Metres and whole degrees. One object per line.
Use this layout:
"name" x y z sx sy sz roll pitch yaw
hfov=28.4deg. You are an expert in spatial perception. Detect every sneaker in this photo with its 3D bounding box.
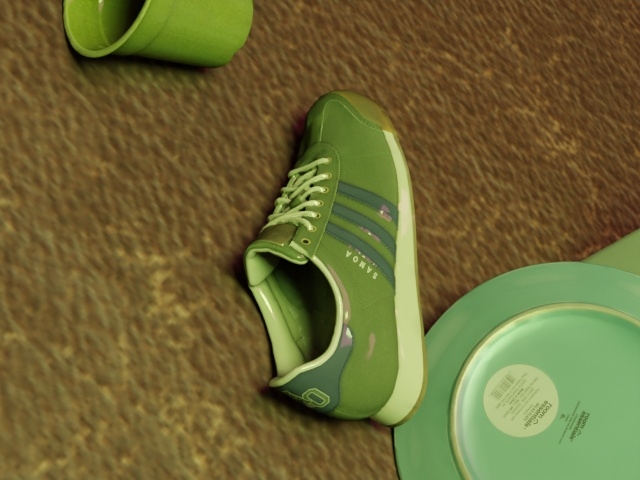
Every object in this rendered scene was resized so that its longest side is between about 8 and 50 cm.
"sneaker" 0.000 0.000 0.657 0.086 0.064 0.192 11 62 -37

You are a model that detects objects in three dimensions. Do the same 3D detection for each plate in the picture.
"plate" 0.130 0.095 0.648 0.188 0.024 0.188 -3 69 7

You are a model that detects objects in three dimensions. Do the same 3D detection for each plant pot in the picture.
"plant pot" -0.080 -0.126 0.674 0.079 0.083 0.083 16 55 -43

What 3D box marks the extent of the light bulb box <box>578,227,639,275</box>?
"light bulb box" 0.378 0.150 0.736 0.358 0.225 0.361 6 62 -34
